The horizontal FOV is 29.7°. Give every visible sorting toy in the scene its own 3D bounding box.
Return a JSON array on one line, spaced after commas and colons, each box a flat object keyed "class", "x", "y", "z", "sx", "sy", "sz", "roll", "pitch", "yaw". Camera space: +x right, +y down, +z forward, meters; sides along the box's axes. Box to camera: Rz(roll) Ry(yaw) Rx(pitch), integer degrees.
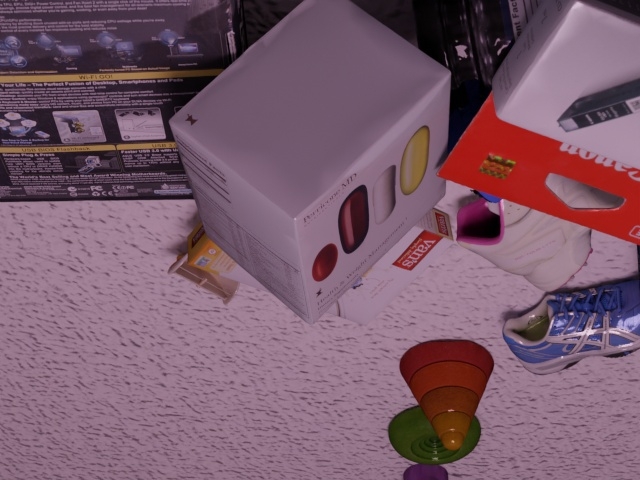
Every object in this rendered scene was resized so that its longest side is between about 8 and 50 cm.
[{"class": "sorting toy", "x": 0.157, "y": 0.286, "z": 1.599, "sx": 0.127, "sy": 0.126, "sz": 0.365, "roll": 2, "pitch": 138, "yaw": -1}, {"class": "sorting toy", "x": -0.117, "y": 0.021, "z": 1.364, "sx": 0.083, "sy": 0.045, "sz": 0.075, "roll": 31, "pitch": 122, "yaw": -30}]

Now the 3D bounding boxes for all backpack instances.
[{"class": "backpack", "x": 0.163, "y": -0.106, "z": 1.149, "sx": 0.098, "sy": 0.120, "sz": 0.101, "roll": 32, "pitch": 129, "yaw": -30}]

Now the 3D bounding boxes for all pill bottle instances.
[{"class": "pill bottle", "x": 0.195, "y": -0.193, "z": 1.047, "sx": 0.219, "sy": 0.123, "sz": 0.123, "roll": -9, "pitch": 138, "yaw": 12}]

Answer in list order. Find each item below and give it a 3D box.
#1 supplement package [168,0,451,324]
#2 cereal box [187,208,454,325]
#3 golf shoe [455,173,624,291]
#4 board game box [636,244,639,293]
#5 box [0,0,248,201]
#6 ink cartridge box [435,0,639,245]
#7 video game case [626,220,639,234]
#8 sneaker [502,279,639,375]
[{"class": "supplement package", "x": -0.001, "y": -0.072, "z": 1.074, "sx": 0.149, "sy": 0.194, "sz": 0.203, "roll": 39, "pitch": 162, "yaw": 22}, {"class": "cereal box", "x": 0.000, "y": 0.000, "z": 1.313, "sx": 0.240, "sy": 0.047, "sz": 0.173, "roll": 20, "pitch": 133, "yaw": -27}, {"class": "golf shoe", "x": 0.240, "y": -0.065, "z": 1.206, "sx": 0.140, "sy": 0.115, "sz": 0.306, "roll": 17, "pitch": 135, "yaw": -11}, {"class": "board game box", "x": 0.426, "y": 0.025, "z": 1.297, "sx": 0.165, "sy": 0.042, "sz": 0.243, "roll": -7, "pitch": 119, "yaw": 9}, {"class": "box", "x": -0.263, "y": -0.155, "z": 1.092, "sx": 0.395, "sy": 0.097, "sz": 0.318, "roll": -1, "pitch": 148, "yaw": 2}, {"class": "ink cartridge box", "x": 0.269, "y": -0.081, "z": 1.027, "sx": 0.275, "sy": 0.060, "sz": 0.239, "roll": 18, "pitch": 131, "yaw": -14}, {"class": "video game case", "x": 0.357, "y": -0.083, "z": 1.157, "sx": 0.015, "sy": 0.119, "sz": 0.166, "roll": 39, "pitch": 116, "yaw": 18}, {"class": "sneaker", "x": 0.309, "y": 0.095, "z": 1.410, "sx": 0.211, "sy": 0.080, "sz": 0.081, "roll": -29, "pitch": 134, "yaw": 28}]
